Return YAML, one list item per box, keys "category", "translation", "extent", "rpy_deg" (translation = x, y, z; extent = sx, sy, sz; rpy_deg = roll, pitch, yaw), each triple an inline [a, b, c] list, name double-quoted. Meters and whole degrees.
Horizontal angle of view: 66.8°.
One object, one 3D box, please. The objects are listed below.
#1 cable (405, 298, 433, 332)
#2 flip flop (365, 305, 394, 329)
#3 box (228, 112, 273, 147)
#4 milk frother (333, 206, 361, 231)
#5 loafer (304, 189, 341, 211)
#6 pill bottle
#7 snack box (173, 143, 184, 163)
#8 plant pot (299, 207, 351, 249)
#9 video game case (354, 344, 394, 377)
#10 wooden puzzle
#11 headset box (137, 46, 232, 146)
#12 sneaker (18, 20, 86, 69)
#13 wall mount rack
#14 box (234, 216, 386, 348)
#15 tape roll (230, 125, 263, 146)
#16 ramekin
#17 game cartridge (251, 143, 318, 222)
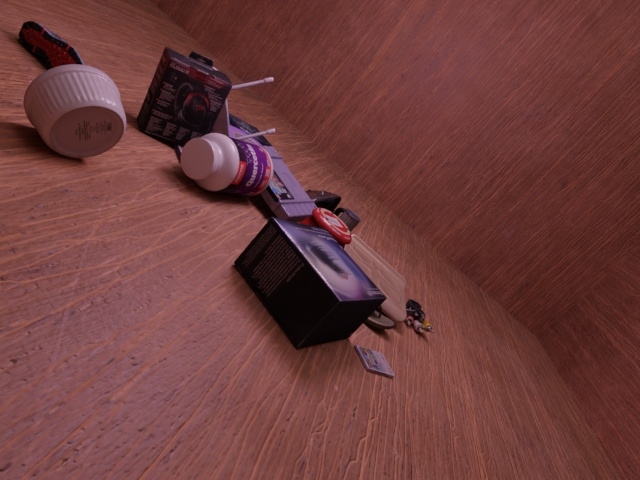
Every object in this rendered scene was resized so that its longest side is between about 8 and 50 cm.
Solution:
- category: "cable"
  translation: [0.365, 0.295, 1.957]
  extent: [0.139, 0.072, 0.287]
  rpy_deg: [22, 6, -4]
- category: "flip flop"
  translation: [0.142, 0.193, 1.627]
  extent: [0.277, 0.080, 0.112]
  rpy_deg: [45, 17, 14]
- category: "box"
  translation: [-0.360, -0.521, 2.361]
  extent: [0.232, 0.059, 0.183]
  rpy_deg: [18, 27, -53]
- category: "milk frother"
  translation: [0.073, -0.075, 2.056]
  extent: [0.129, 0.135, 0.143]
  rpy_deg: [45, 17, 17]
- category: "loafer"
  translation: [-0.017, -0.174, 2.107]
  extent: [0.130, 0.134, 0.366]
  rpy_deg: [36, 11, 16]
- category: "pill bottle"
  translation: [-0.301, -0.245, 1.580]
  extent: [0.181, 0.181, 0.323]
  rpy_deg: [46, 17, 16]
- category: "snack box"
  translation: [-0.461, -0.302, 1.650]
  extent: [0.064, 0.022, 0.178]
  rpy_deg: [25, 23, -41]
- category: "plant pot"
  translation: [0.000, 0.000, 1.648]
  extent: [0.191, 0.174, 0.191]
  rpy_deg: [38, 19, -15]
- category: "video game case"
  translation: [0.154, 0.346, 1.388]
  extent: [0.122, 0.011, 0.087]
  rpy_deg: [28, 22, -39]
- category: "wooden puzzle"
  translation: [0.193, 0.147, 1.866]
  extent: [0.322, 0.080, 0.348]
  rpy_deg: [41, 22, -4]
- category: "headset box"
  translation: [-0.441, -0.468, 1.591]
  extent: [0.218, 0.293, 0.110]
  rpy_deg: [14, 29, -35]
- category: "sneaker"
  translation: [-0.780, -0.567, 1.479]
  extent: [0.262, 0.104, 0.125]
  rpy_deg: [43, 15, 7]
- category: "wall mount rack"
  translation: [-0.330, -0.484, 1.781]
  extent: [0.304, 0.350, 0.130]
  rpy_deg: [7, 40, 6]
- category: "box"
  translation: [-0.018, 0.110, 1.314]
  extent: [0.294, 0.183, 0.296]
  rpy_deg: [50, 19, 23]
- category: "tape roll"
  translation: [-0.307, -0.357, 2.014]
  extent: [0.274, 0.090, 0.275]
  rpy_deg: [37, 16, -13]
- category: "ramekin"
  translation: [-0.550, -0.284, 1.110]
  extent: [0.109, 0.207, 0.207]
  rpy_deg: [57, 22, 21]
- category: "game cartridge"
  translation: [-0.162, -0.220, 1.823]
  extent: [0.355, 0.068, 0.230]
  rpy_deg: [55, 24, 15]
